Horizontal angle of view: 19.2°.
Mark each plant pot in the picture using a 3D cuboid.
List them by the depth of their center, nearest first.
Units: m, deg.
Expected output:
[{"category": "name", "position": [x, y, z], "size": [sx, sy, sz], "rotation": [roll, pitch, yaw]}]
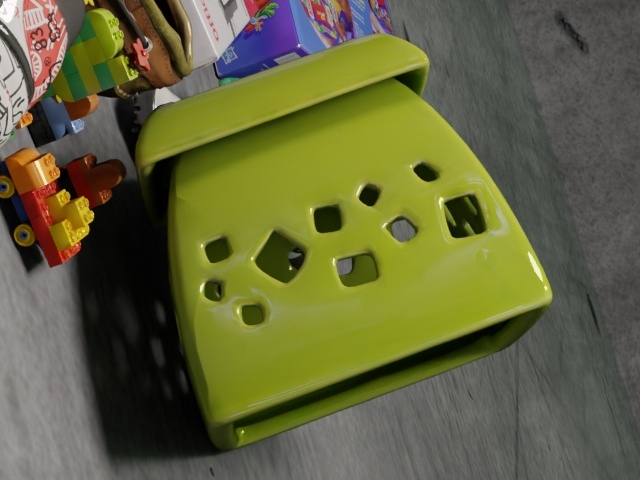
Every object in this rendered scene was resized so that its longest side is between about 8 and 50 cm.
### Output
[{"category": "plant pot", "position": [0.000, 0.000, 1.235], "size": [0.228, 0.227, 0.207], "rotation": [98, -29, -78]}]

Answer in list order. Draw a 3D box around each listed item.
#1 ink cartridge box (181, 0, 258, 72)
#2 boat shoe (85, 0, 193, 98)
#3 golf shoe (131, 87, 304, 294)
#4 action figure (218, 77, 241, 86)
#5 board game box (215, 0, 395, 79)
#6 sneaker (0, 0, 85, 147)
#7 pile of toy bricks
[{"category": "ink cartridge box", "position": [-0.109, -0.195, 1.447], "size": [0.150, 0.063, 0.109], "rotation": [-67, 136, -67]}, {"category": "boat shoe", "position": [-0.151, -0.238, 1.180], "size": [0.110, 0.104, 0.307], "rotation": [-68, 149, -61]}, {"category": "golf shoe", "position": [-0.065, -0.046, 1.378], "size": [0.198, 0.094, 0.077], "rotation": [58, 22, -34]}, {"category": "action figure", "position": [-0.039, -0.076, 1.484], "size": [0.137, 0.063, 0.232], "rotation": [42, -1, 18]}, {"category": "board game box", "position": [-0.017, -0.221, 1.745], "size": [0.347, 0.078, 0.233], "rotation": [30, 44, -66]}, {"category": "sneaker", "position": [-0.235, -0.157, 0.949], "size": [0.270, 0.090, 0.145], "rotation": [50, 40, -27]}, {"category": "pile of toy bricks", "position": [-0.155, -0.103, 1.123], "size": [0.118, 0.105, 0.212], "rotation": [-53, 123, -70]}]
